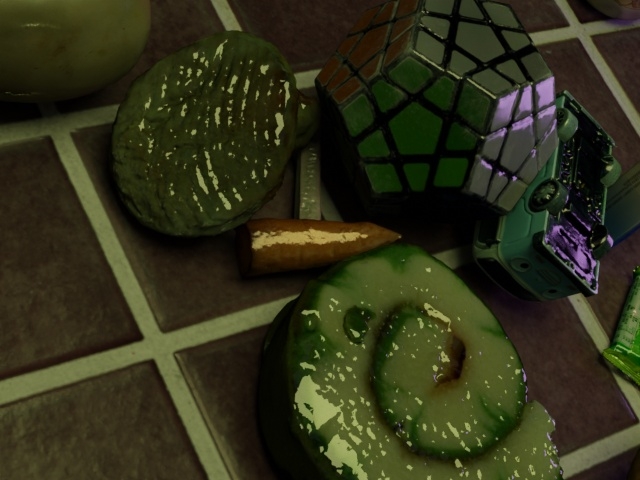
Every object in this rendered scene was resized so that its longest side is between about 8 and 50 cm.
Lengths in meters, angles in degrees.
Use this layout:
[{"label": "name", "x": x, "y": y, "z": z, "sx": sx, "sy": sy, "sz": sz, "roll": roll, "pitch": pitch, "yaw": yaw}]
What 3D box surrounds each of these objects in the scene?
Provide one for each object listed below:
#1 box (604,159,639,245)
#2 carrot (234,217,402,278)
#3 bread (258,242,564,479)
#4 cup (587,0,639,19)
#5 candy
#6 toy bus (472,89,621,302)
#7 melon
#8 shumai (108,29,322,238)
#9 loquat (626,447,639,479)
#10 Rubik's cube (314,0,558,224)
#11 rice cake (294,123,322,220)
[{"label": "box", "x": 0.457, "y": -0.068, "z": 1.845, "sx": 0.139, "sy": 0.194, "sz": 0.073, "roll": -26, "pitch": 78, "yaw": -37}, {"label": "carrot", "x": 0.000, "y": 0.000, "z": 1.604, "sx": 0.205, "sy": 0.072, "sz": 0.072, "roll": -6, "pitch": 62, "yaw": -11}, {"label": "bread", "x": 0.116, "y": 0.192, "z": 1.540, "sx": 0.382, "sy": 0.129, "sz": 0.366, "roll": 27, "pitch": 51, "yaw": -12}, {"label": "cup", "x": 0.551, "y": -0.482, "z": 2.153, "sx": 0.255, "sy": 0.202, "sz": 0.173, "roll": -19, "pitch": 71, "yaw": -35}, {"label": "candy", "x": 0.454, "y": 0.125, "z": 1.828, "sx": 0.102, "sy": 0.032, "sz": 0.178, "roll": 32, "pitch": 52, "yaw": -2}, {"label": "toy bus", "x": 0.293, "y": -0.046, "z": 1.760, "sx": 0.133, "sy": 0.165, "sz": 0.271, "roll": 40, "pitch": 47, "yaw": -30}, {"label": "melon", "x": -0.355, "y": -0.270, "z": 1.520, "sx": 0.317, "sy": 0.223, "sz": 0.223, "roll": 0, "pitch": 61, "yaw": -26}, {"label": "shumai", "x": -0.122, "y": -0.113, "z": 1.624, "sx": 0.272, "sy": 0.203, "sz": 0.222, "roll": -37, "pitch": 77, "yaw": -3}, {"label": "loquat", "x": 0.503, "y": 0.328, "z": 1.590, "sx": 0.275, "sy": 0.275, "sz": 0.274, "roll": 14, "pitch": 55, "yaw": -20}, {"label": "Rubik's cube", "x": 0.149, "y": -0.166, "z": 1.687, "sx": 0.319, "sy": 0.319, "sz": 0.264, "roll": 8, "pitch": 79, "yaw": -24}, {"label": "rice cake", "x": -0.015, "y": -0.087, "z": 1.701, "sx": 0.036, "sy": 0.047, "sz": 0.206, "roll": 10, "pitch": 55, "yaw": -13}]
